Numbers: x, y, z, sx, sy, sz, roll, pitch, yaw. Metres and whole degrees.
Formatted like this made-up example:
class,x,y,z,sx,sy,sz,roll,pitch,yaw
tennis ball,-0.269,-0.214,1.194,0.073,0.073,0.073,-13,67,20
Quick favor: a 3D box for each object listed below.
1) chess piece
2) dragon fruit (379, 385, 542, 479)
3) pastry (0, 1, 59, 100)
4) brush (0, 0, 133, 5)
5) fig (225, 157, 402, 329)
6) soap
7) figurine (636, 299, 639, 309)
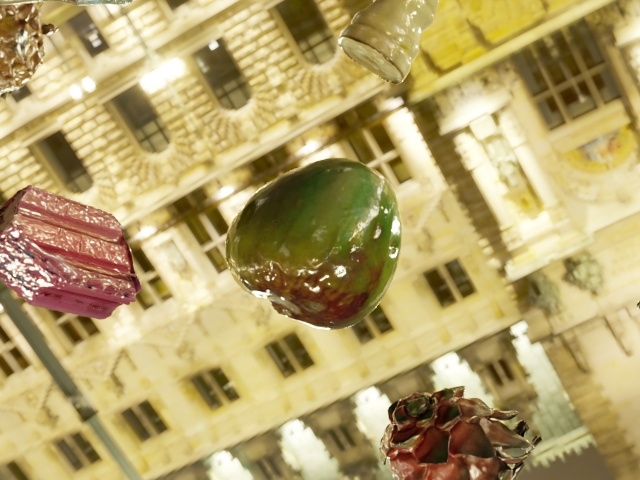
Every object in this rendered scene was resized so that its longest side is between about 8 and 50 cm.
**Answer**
class,x,y,z,sx,sy,sz,roll,pitch,yaw
chess piece,0.106,-0.285,1.133,0.200,0.090,0.090,-59,-158,-6
dragon fruit,0.129,0.199,0.968,0.142,0.121,0.130,33,-99,31
pastry,-0.602,-0.350,1.549,0.338,0.292,0.405,9,170,11
brush,-0.334,-0.305,1.245,0.196,0.021,0.070,-11,-142,-22
fig,0.000,0.000,1.069,0.191,0.181,0.181,-52,-164,6
soap,-0.399,0.014,1.524,0.099,0.162,0.250,-28,153,23
figurine,0.342,0.085,0.681,0.265,0.140,0.193,11,-140,16
